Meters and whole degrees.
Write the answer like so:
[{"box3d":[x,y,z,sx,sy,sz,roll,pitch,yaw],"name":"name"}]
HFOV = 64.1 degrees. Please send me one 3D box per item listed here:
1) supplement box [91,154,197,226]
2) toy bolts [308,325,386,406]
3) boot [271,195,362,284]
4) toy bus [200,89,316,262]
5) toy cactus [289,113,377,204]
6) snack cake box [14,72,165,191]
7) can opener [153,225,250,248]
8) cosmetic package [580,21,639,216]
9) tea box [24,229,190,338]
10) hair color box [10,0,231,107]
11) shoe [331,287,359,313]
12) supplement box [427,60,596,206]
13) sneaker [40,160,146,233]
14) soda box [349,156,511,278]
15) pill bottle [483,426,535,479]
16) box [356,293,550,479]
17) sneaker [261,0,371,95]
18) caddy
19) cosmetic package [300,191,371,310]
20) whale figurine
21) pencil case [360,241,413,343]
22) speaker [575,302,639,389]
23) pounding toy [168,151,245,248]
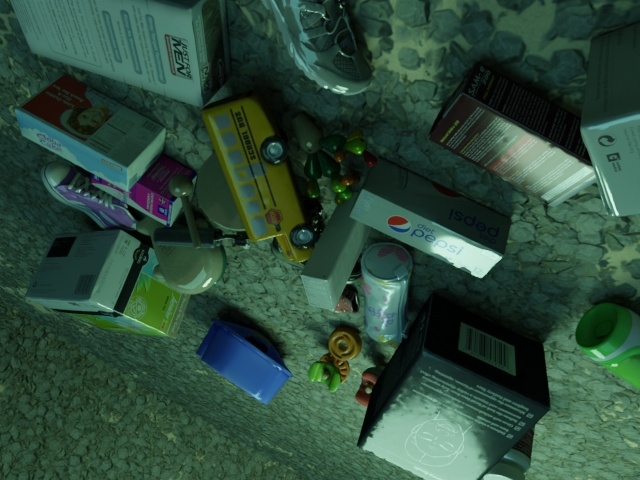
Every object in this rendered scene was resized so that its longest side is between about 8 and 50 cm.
[{"box3d":[-0.425,-0.149,1.230,0.220,0.114,0.111,30,144,0],"name":"supplement box"},{"box3d":[0.114,0.369,1.543,0.229,0.158,0.218,26,104,19],"name":"toy bolts"},{"box3d":[-0.002,0.001,1.172,0.237,0.085,0.178,21,141,9],"name":"boot"},{"box3d":[-0.107,-0.114,0.991,0.130,0.108,0.332,-16,113,3],"name":"toy bus"},{"box3d":[0.015,-0.162,0.965,0.180,0.112,0.219,55,158,0],"name":"toy cactus"},{"box3d":[-0.501,-0.240,1.132,0.264,0.152,0.089,29,144,-1],"name":"snack cake box"},{"box3d":[-0.273,-0.022,1.269,0.281,0.074,0.093,-2,95,10],"name":"can opener"},{"box3d":[0.506,-0.176,0.542,0.385,0.217,0.156,-8,132,40],"name":"cosmetic package"},{"box3d":[-0.620,0.137,1.542,0.329,0.219,0.323,-2,152,34],"name":"tea box"},{"box3d":[-0.353,-0.389,0.897,0.375,0.113,0.185,20,143,10],"name":"hair color box"},{"box3d":[0.046,0.130,1.319,0.081,0.063,0.178,4,143,25],"name":"shoe"},{"box3d":[0.303,-0.157,0.785,0.240,0.073,0.130,28,158,-2],"name":"supplement box"},{"box3d":[-0.593,-0.129,1.378,0.161,0.102,0.282,-14,138,37],"name":"sneaker"},{"box3d":[0.209,-0.044,0.977,0.286,0.098,0.091,26,144,3],"name":"soda box"},{"box3d":[0.517,0.558,1.402,0.121,0.221,0.121,17,142,14],"name":"pill bottle"},{"box3d":[0.308,0.380,1.240,0.294,0.212,0.395,25,124,3],"name":"box"},{"box3d":[-0.004,-0.338,0.749,0.115,0.105,0.281,-17,125,43],"name":"sneaker"},{"box3d":[-0.249,0.390,1.718,0.341,0.179,0.241,40,165,-17],"name":"caddy"},{"box3d":[0.037,0.014,1.033,0.061,0.239,0.098,12,140,20],"name":"cosmetic package"},{"box3d":[-0.373,0.019,1.394,0.272,0.141,0.216,44,104,8],"name":"whale figurine"},{"box3d":[0.155,0.129,1.193,0.114,0.124,0.273,-19,136,-10],"name":"pencil case"},{"box3d":[0.664,0.245,1.020,0.297,0.131,0.131,32,143,-7],"name":"speaker"},{"box3d":[-0.194,-0.104,1.132,0.237,0.110,0.182,-23,94,5],"name":"pounding toy"}]
